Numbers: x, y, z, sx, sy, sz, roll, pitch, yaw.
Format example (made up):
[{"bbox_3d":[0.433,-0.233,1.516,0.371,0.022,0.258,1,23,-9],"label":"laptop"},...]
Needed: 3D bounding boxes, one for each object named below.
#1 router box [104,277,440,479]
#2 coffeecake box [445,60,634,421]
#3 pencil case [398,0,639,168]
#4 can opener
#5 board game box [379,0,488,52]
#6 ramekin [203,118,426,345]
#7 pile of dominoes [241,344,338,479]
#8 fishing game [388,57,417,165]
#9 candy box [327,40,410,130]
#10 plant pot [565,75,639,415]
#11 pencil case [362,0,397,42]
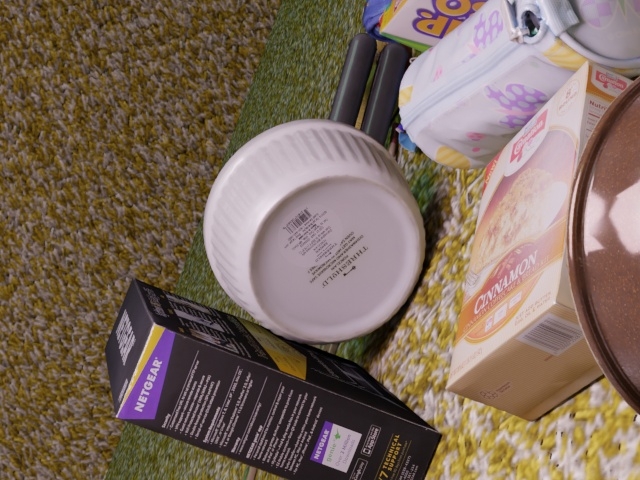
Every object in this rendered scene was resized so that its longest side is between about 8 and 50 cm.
[{"bbox_3d":[-0.057,0.127,1.113,0.309,0.243,0.081,-156,88,-78],"label":"router box"},{"bbox_3d":[0.154,0.002,0.829,0.142,0.068,0.185,128,160,-55],"label":"coffeecake box"},{"bbox_3d":[0.153,-0.135,0.954,0.124,0.113,0.273,-38,1,-20],"label":"pencil case"},{"bbox_3d":[0.029,-0.091,1.473,0.095,0.076,0.283,150,136,-81],"label":"can opener"},{"bbox_3d":[0.147,-0.211,1.097,0.259,0.124,0.039,141,148,-66],"label":"board game box"},{"bbox_3d":[0.000,0.000,1.199,0.207,0.207,0.109,-65,22,14],"label":"ramekin"},{"bbox_3d":[-0.054,0.208,1.434,0.251,0.040,0.196,132,157,-57],"label":"pile of dominoes"},{"bbox_3d":[0.121,-0.180,1.360,0.189,0.041,0.264,-79,16,-51],"label":"fishing game"},{"bbox_3d":[0.049,-0.155,1.590,0.186,0.053,0.109,-58,16,35],"label":"candy box"},{"bbox_3d":[0.203,-0.001,0.451,0.165,0.167,0.167,-8,61,67],"label":"plant pot"},{"bbox_3d":[0.096,-0.348,1.256,0.119,0.133,0.306,102,165,-84],"label":"pencil case"}]
